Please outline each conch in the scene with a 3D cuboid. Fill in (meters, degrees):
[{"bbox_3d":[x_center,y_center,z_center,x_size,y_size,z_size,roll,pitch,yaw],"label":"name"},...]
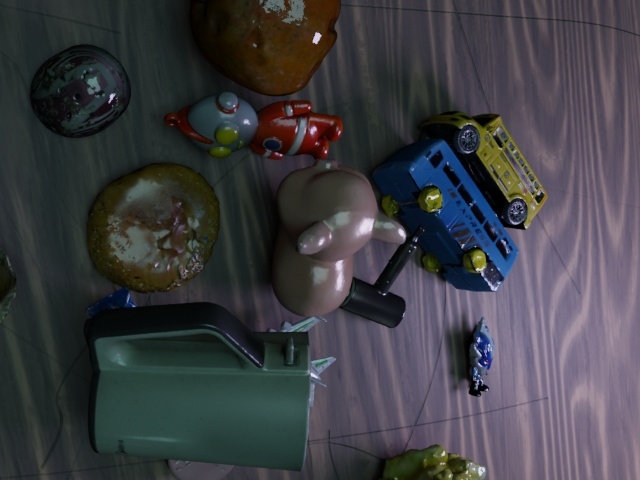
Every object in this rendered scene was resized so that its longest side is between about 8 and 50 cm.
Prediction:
[{"bbox_3d":[-0.597,0.067,1.153,0.155,0.207,0.130,-51,158,-17],"label":"conch"}]

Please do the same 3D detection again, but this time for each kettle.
[{"bbox_3d":[-0.207,0.246,1.209,0.377,0.250,0.361,3,137,-3],"label":"kettle"}]

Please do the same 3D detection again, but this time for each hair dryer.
[{"bbox_3d":[0.134,0.059,1.495,0.195,0.078,0.248,24,106,-25],"label":"hair dryer"}]

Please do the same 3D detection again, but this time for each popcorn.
[{"bbox_3d":[0.268,0.604,1.574,0.293,0.237,0.293,-4,100,-21],"label":"popcorn"}]

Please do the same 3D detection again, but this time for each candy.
[{"bbox_3d":[-0.378,0.159,1.321,0.088,0.038,0.136,-31,121,-8],"label":"candy"}]

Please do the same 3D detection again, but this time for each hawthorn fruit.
[{"bbox_3d":[-0.121,-0.407,1.233,0.298,0.277,0.277,7,94,-41],"label":"hawthorn fruit"}]

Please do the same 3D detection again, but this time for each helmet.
[{"bbox_3d":[-0.420,-0.265,1.214,0.177,0.107,0.153,-43,115,-15],"label":"helmet"}]

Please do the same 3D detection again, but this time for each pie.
[{"bbox_3d":[-0.313,-0.023,1.317,0.273,0.069,0.273,-6,104,-24],"label":"pie"}]

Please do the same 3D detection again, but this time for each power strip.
[{"bbox_3d":[-0.244,0.418,1.398,0.154,0.078,0.154,-3,97,-25],"label":"power strip"}]

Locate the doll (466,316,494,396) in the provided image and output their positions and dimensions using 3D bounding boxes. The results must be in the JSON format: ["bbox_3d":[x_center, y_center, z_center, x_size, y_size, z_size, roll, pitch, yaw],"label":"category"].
[{"bbox_3d":[0.392,0.283,1.686,0.096,0.070,0.195,-13,107,-54],"label":"doll"}]

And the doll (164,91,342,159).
[{"bbox_3d":[-0.130,-0.214,1.317,0.336,0.200,0.105,5,64,-22],"label":"doll"}]

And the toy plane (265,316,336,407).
[{"bbox_3d":[-0.099,0.251,1.434,0.255,0.101,0.251,29,84,-21],"label":"toy plane"}]

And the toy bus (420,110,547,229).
[{"bbox_3d":[0.378,-0.178,1.578,0.151,0.145,0.331,-47,115,-15],"label":"toy bus"}]

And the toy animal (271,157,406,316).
[{"bbox_3d":[0.000,0.000,1.354,0.237,0.269,0.326,-4,102,-30],"label":"toy animal"}]

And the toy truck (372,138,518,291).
[{"bbox_3d":[0.282,-0.052,1.547,0.385,0.161,0.162,50,64,-21],"label":"toy truck"}]
